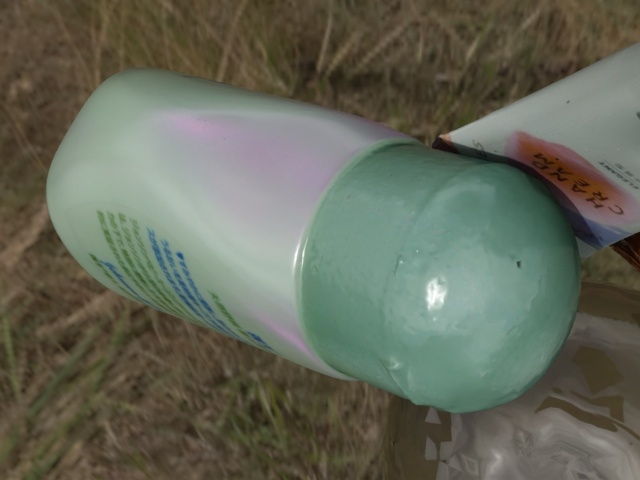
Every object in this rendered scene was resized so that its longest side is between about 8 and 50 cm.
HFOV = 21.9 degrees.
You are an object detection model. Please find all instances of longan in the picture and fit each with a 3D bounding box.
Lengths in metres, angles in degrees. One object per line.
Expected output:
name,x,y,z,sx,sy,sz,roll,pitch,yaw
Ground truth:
longan,0.272,0.245,1.636,0.436,0.404,0.404,17,75,-6

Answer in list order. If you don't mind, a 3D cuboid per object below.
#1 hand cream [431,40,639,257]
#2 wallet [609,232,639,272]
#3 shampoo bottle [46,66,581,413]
hand cream,0.172,-0.053,0.862,0.124,0.340,0.078,34,69,-11
wallet,0.248,-0.063,1.184,0.026,0.095,0.176,6,70,39
shampoo bottle,0.000,0.000,1.006,0.349,0.222,0.151,18,70,43
